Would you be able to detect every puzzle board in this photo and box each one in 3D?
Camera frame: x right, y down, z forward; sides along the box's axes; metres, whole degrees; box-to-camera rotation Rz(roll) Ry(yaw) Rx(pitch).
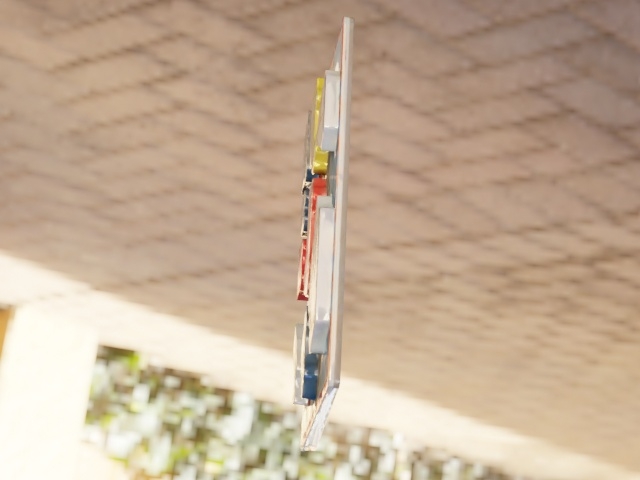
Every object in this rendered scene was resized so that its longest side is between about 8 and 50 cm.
[{"bbox_3d":[0.000,0.000,0.674,0.011,0.128,0.096,3,161,-4],"label":"puzzle board"}]
